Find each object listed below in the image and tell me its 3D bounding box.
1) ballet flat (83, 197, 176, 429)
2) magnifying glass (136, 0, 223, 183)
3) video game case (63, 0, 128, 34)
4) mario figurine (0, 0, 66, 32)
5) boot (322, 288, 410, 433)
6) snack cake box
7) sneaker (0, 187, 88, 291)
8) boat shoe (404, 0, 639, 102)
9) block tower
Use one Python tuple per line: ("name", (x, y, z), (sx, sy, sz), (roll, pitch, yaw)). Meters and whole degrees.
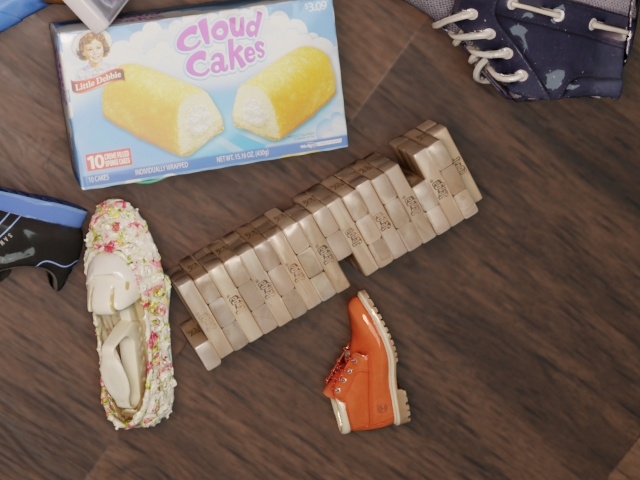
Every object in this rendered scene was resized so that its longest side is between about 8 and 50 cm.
("ballet flat", (-0.194, 0.081, 1.586), (0.091, 0.077, 0.240), (-2, 107, 26))
("magnifying glass", (-0.136, -0.159, 1.584), (0.092, 0.026, 0.231), (33, 92, -19))
("video game case", (-0.232, -0.305, 1.464), (0.022, 0.173, 0.190), (-27, 114, 37))
("mario figurine", (-0.372, -0.179, 1.432), (0.320, 0.198, 0.170), (-42, 150, -9))
("boot", (0.039, 0.131, 1.680), (0.085, 0.059, 0.157), (-14, 107, -6))
("snack cake box", (-0.116, -0.150, 1.533), (0.264, 0.089, 0.152), (-10, 106, -12))
("sneaker", (-0.343, -0.013, 1.533), (0.232, 0.081, 0.090), (13, 94, -17))
("boat shoe", (0.166, -0.220, 1.592), (0.341, 0.127, 0.158), (2, 94, -16))
("block tower", (0.000, 0.000, 1.621), (0.335, 0.091, 0.097), (-32, 107, -6))
